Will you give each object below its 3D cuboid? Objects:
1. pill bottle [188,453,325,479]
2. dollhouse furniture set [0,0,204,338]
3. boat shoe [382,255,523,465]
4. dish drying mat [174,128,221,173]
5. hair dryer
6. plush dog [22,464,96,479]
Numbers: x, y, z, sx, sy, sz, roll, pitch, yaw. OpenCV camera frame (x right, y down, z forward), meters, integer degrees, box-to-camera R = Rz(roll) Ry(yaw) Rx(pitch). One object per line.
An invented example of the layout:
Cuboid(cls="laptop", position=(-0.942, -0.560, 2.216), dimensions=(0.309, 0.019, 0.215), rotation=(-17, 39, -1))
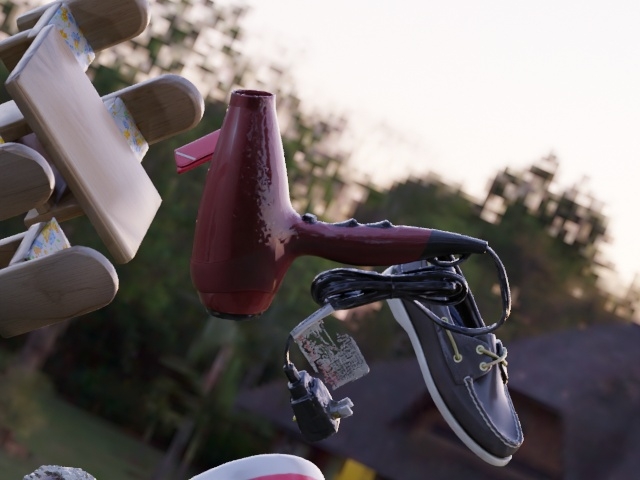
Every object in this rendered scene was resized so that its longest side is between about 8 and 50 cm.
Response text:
Cuboid(cls="pill bottle", position=(-0.029, 0.364, 1.647), dimensions=(0.176, 0.176, 0.318), rotation=(31, 30, -53))
Cuboid(cls="dollhouse furniture set", position=(-0.149, -0.107, 1.132), dimensions=(0.161, 0.212, 0.242), rotation=(-18, -62, 24))
Cuboid(cls="boat shoe", position=(0.136, 0.105, 1.784), dimensions=(0.081, 0.068, 0.228), rotation=(6, 50, -54))
Cuboid(cls="dish drying mat", position=(-0.107, -0.094, 1.851), dimensions=(0.008, 0.083, 0.032), rotation=(48, 24, -44))
Cuboid(cls="hair dryer", position=(0.000, 0.000, 1.563), dimensions=(0.293, 0.223, 0.080), rotation=(55, -2, -15))
Cuboid(cls="plush dog", position=(-0.242, 0.348, 1.716), dimensions=(0.262, 0.225, 0.210), rotation=(-21, -31, 40))
